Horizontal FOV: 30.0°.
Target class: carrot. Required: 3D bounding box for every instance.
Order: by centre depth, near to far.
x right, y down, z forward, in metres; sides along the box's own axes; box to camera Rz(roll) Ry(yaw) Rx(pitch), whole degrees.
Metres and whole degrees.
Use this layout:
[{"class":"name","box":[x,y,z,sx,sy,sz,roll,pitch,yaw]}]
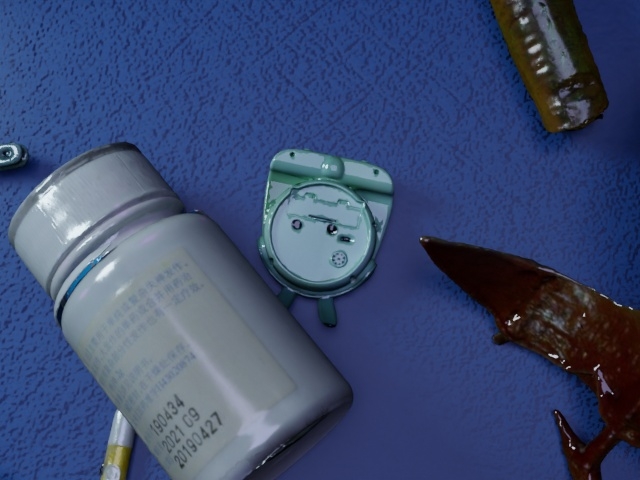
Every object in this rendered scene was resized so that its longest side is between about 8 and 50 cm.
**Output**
[{"class":"carrot","box":[0.166,-0.208,0.951,0.070,0.070,0.260,-18,83,-2]}]

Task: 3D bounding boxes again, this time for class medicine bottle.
[{"class":"medicine bottle","box":[-0.105,0.060,0.871,0.143,0.143,0.258,-38,77,-4]}]

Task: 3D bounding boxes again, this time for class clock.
[{"class":"clock","box":[0.000,0.000,0.934,0.101,0.041,0.135,10,82,2]}]

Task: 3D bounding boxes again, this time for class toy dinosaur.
[{"class":"toy dinosaur","box":[0.205,0.116,0.841,0.113,0.206,0.327,-23,88,-44]}]

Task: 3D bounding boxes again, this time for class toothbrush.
[{"class":"toothbrush","box":[-0.176,0.268,0.908,0.021,0.024,0.288,10,82,4]}]

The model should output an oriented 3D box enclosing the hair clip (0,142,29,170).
[{"class":"hair clip","box":[-0.347,-0.062,0.946,0.229,0.070,0.039,-5,79,-7]}]
